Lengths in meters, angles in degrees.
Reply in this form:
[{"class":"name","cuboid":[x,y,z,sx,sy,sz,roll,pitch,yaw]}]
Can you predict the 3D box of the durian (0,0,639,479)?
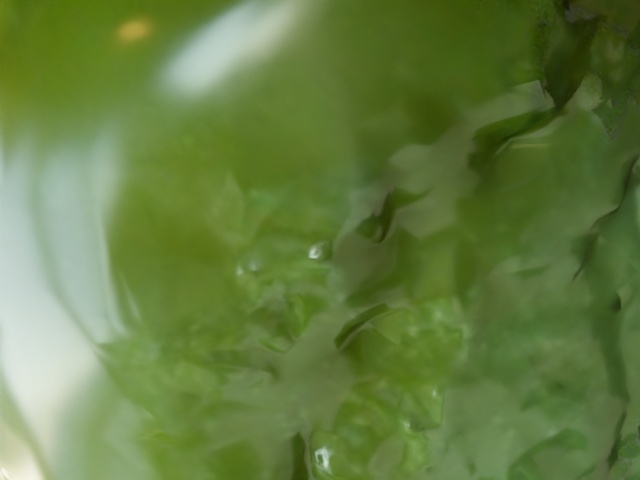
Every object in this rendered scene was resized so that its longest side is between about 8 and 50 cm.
[{"class":"durian","cuboid":[0.000,0.000,0.506,0.256,0.339,0.204,-8,34,17]}]
